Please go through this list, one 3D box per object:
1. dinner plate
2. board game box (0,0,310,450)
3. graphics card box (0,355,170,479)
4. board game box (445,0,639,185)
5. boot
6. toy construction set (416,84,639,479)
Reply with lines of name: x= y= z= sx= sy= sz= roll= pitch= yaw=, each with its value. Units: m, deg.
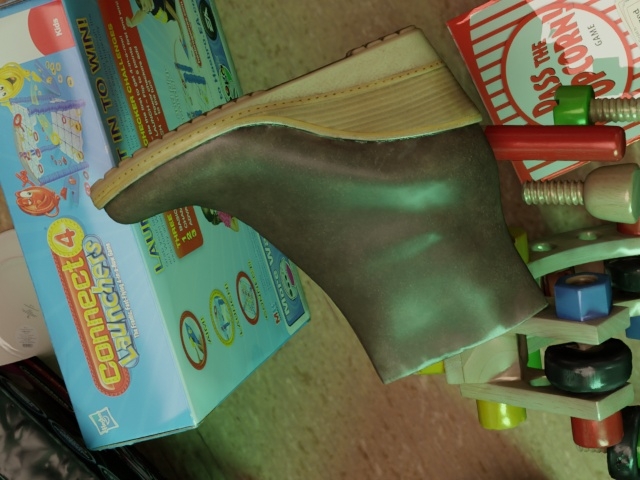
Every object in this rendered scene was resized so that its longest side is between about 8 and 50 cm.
dinner plate: x=-0.253 y=0.058 z=1.392 sx=0.141 sy=0.017 sz=0.141 roll=4 pitch=103 yaw=15
board game box: x=-0.126 y=-0.038 z=1.187 sx=0.086 sy=0.302 sz=0.308 roll=-15 pitch=97 yaw=17
graphics card box: x=-0.183 y=0.199 z=1.212 sx=0.233 sy=0.371 sz=0.094 roll=44 pitch=86 yaw=-1
board game box: x=0.214 y=-0.144 z=1.209 sx=0.193 sy=0.045 sz=0.147 roll=-25 pitch=94 yaw=19
boot: x=0.000 y=0.000 z=1.004 sx=0.248 sy=0.090 sz=0.207 roll=-22 pitch=96 yaw=3
toy construction set: x=0.122 y=0.026 z=1.149 sx=0.237 sy=0.257 sz=0.309 roll=2 pitch=134 yaw=22
